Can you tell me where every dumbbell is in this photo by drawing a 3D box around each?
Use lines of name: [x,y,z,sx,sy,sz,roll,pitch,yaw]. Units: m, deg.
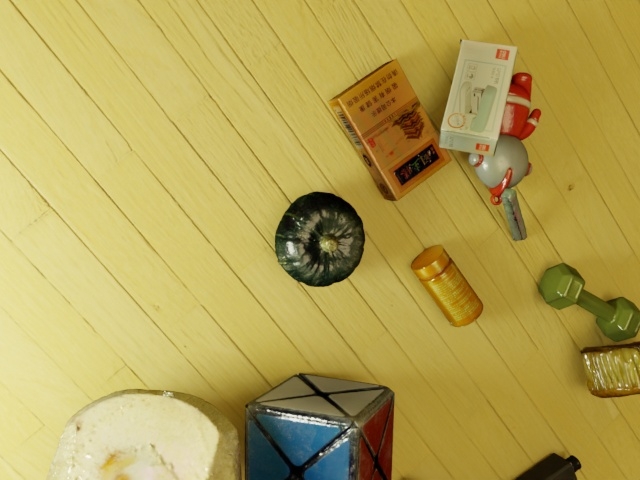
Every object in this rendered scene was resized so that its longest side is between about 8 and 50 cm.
dumbbell: [0.719,0.167,1.757,0.302,0.108,0.121,28,86,-21]

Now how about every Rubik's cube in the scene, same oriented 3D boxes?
Rubik's cube: [0.002,0.443,1.405,0.260,0.255,0.259,7,96,22]

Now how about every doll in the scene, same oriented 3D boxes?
doll: [0.449,-0.252,1.624,0.200,0.105,0.336,7,85,-21]

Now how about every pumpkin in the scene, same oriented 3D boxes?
pumpkin: [0.001,-0.001,1.453,0.212,0.152,0.211,1,87,-33]

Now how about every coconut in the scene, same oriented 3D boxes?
coconut: [-0.338,0.496,1.288,0.405,0.404,0.404,-2,96,-20]

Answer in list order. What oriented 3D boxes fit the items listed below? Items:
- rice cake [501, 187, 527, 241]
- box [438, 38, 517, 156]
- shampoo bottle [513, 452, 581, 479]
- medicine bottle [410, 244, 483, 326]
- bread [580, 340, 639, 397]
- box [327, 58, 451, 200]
rice cake: [0.481,-0.059,1.639,0.033,0.033,0.207,-53,141,-15]
box: [0.361,-0.333,1.524,0.135,0.079,0.269,13,69,12]
shampoo bottle: [0.597,0.659,1.780,0.246,0.079,0.080,-27,105,-15]
medicine bottle: [0.309,0.113,1.609,0.096,0.096,0.192,-41,107,-12]
bread: [0.830,0.335,1.751,0.253,0.227,0.142,-3,73,-16]
box: [0.162,-0.252,1.527,0.174,0.076,0.274,-36,106,-12]
